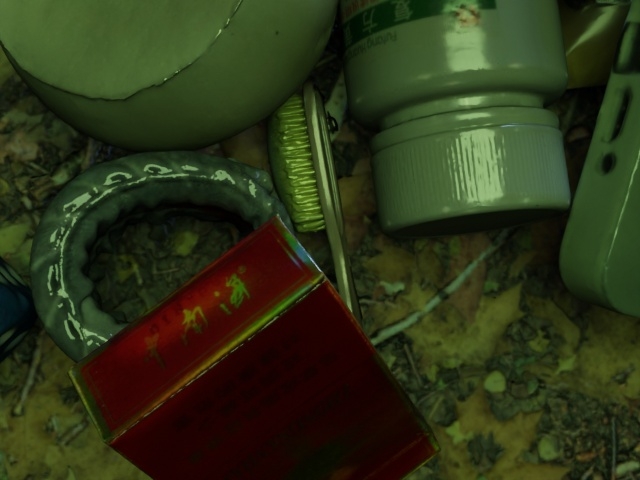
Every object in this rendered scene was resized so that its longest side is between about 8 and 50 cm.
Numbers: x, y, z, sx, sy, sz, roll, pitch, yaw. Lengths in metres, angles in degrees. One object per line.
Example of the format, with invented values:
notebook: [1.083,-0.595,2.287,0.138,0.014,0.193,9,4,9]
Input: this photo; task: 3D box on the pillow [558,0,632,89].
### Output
pillow: [0.361,-0.300,1.111,0.312,0.119,0.310,0,87,-2]

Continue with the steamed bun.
steamed bun: [-0.131,-0.236,0.982,0.324,0.206,0.324,-2,85,21]

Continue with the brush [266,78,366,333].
brush: [-0.001,0.000,1.065,0.067,0.072,0.313,-12,87,14]

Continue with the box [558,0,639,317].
box: [0.418,-0.090,1.023,0.373,0.090,0.367,12,96,-26]

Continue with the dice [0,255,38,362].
dice: [-0.348,0.061,0.967,0.146,0.143,0.146,-45,90,-7]

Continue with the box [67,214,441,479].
box: [-0.038,0.143,0.907,0.197,0.313,0.089,-37,50,-4]

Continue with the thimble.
thimble: [-0.138,0.022,0.986,0.236,0.172,0.205,-32,90,-8]

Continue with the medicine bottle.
medicine bottle: [0.122,-0.181,1.022,0.208,0.208,0.339,-5,83,-8]
